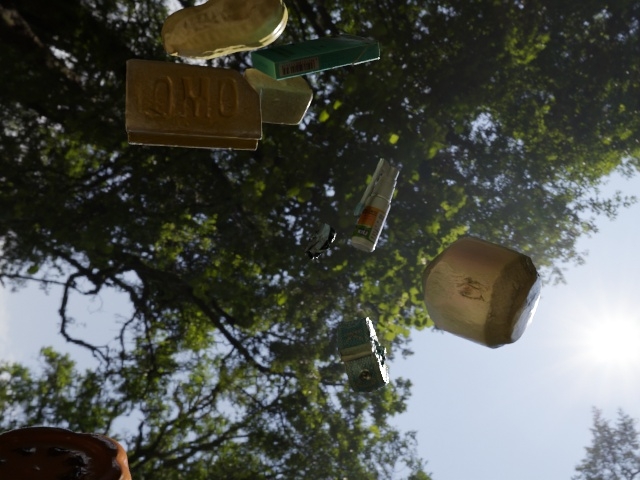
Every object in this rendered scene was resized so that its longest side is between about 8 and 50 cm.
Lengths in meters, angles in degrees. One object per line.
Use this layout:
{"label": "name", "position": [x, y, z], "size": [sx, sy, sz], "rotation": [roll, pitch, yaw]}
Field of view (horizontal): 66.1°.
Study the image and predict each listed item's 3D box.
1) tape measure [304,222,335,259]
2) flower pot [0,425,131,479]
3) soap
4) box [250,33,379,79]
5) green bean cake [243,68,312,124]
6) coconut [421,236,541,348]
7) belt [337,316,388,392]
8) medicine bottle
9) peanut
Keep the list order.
{"label": "tape measure", "position": [0.001, -0.002, 1.360], "size": [0.094, 0.054, 0.091], "rotation": [-46, -163, 36]}
{"label": "flower pot", "position": [-0.206, 0.232, 0.330], "size": [0.190, 0.190, 0.173], "rotation": [7, -91, 49]}
{"label": "soap", "position": [-0.227, -0.242, 0.889], "size": [0.073, 0.232, 0.140], "rotation": [146, -58, -69]}
{"label": "box", "position": [-0.014, -0.389, 1.033], "size": [0.162, 0.229, 0.041], "rotation": [-132, -151, -54]}
{"label": "green bean cake", "position": [-0.121, -0.367, 1.263], "size": [0.109, 0.179, 0.085], "rotation": [-59, -136, 44]}
{"label": "coconut", "position": [0.309, 0.101, 0.996], "size": [0.234, 0.224, 0.224], "rotation": [20, -87, 31]}
{"label": "belt", "position": [0.085, 0.219, 0.946], "size": [0.082, 0.148, 0.163], "rotation": [-18, -156, 8]}
{"label": "medicine bottle", "position": [0.130, -0.088, 1.203], "size": [0.061, 0.092, 0.221], "rotation": [9, -110, 42]}
{"label": "peanut", "position": [-0.230, -0.515, 1.168], "size": [0.318, 0.147, 0.148], "rotation": [-7, -110, 16]}
